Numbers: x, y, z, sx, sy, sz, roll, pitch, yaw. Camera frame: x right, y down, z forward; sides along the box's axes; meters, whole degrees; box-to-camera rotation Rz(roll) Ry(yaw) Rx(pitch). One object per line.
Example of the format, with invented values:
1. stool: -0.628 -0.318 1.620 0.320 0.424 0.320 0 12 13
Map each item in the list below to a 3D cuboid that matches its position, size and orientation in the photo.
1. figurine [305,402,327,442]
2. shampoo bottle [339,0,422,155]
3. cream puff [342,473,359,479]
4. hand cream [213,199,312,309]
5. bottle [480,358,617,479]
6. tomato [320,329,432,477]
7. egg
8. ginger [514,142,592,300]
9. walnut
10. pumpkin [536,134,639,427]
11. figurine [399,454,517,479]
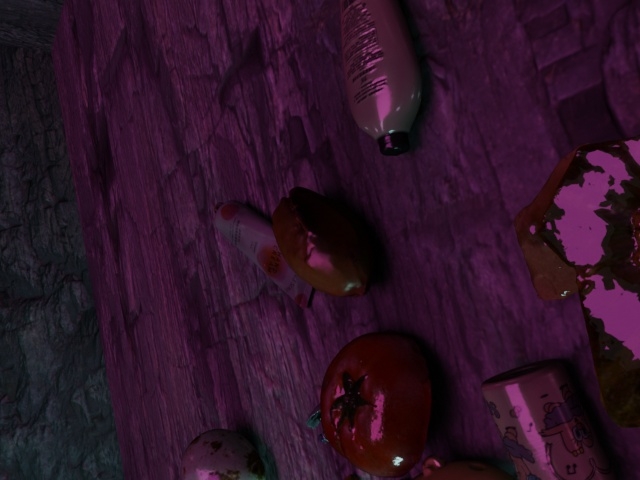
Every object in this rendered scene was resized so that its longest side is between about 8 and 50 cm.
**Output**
1. figurine: 0.021 0.327 0.832 0.082 0.086 0.094 54 132 29
2. shampoo bottle: 0.085 -0.247 0.678 0.127 0.078 0.256 -14 82 46
3. cream puff: 0.045 0.469 0.845 0.083 0.058 0.083 -19 79 52
4. hand cream: -0.127 0.005 0.990 0.341 0.078 0.124 37 121 37
5. bottle: 0.257 0.248 0.519 0.110 0.097 0.209 -27 73 29
6. tomato: 0.070 0.238 0.709 0.225 0.085 0.224 -42 38 45
7. egg: -0.225 0.538 1.102 0.231 0.169 0.168 1 96 37
8. ginger: 0.267 -0.022 0.495 0.095 0.069 0.190 43 126 37
9. walnut: 0.000 0.000 0.777 0.245 0.137 0.137 47 129 26
10. pumpkin: 0.320 -0.006 0.369 0.259 0.095 0.289 -22 75 37
11. figurine: 0.172 0.427 0.637 0.222 0.124 0.324 56 130 30
